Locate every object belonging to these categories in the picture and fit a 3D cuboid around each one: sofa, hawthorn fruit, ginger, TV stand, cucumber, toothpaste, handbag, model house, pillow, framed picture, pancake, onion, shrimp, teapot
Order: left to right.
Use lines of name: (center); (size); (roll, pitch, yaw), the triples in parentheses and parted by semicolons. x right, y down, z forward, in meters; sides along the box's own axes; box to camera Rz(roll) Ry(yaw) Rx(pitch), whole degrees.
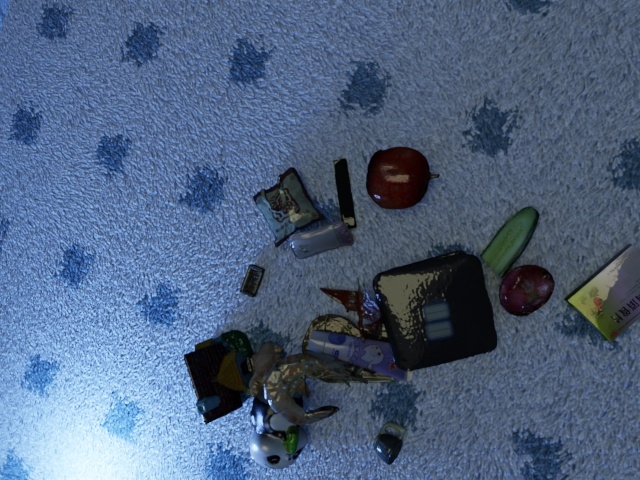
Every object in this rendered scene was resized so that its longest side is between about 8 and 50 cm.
model house: (-0.381, 0.493, 1.799); (0.230, 0.249, 0.280); (-24, 81, 13)
sofa: (-0.261, 0.154, 1.889); (0.060, 0.039, 0.117); (21, 93, 16)
ginger: (-0.199, 0.464, 1.786); (0.138, 0.213, 0.074); (-32, 112, 21)
handbag: (-0.127, -0.121, 1.820); (0.213, 0.127, 0.235); (-33, 77, 14)
shrimp: (-0.013, 0.497, 1.664); (0.361, 0.085, 0.246); (0, 90, -10)
pillow: (0.000, 0.000, 1.793); (0.233, 0.130, 0.038); (-16, 40, 12)
pancake: (0.051, 0.393, 1.774); (0.250, 0.031, 0.249); (0, 88, 13)
TV stand: (0.089, -0.170, 1.803); (0.049, 0.040, 0.256); (-9, 85, 16)
framed picture: (0.140, 0.412, 1.773); (0.253, 0.014, 0.196); (-5, 86, 16)
toothpaste: (0.144, 0.386, 1.709); (0.372, 0.080, 0.125); (13, 89, 5)
teapot: (0.235, 0.700, 1.707); (0.091, 0.124, 0.092); (25, 136, 31)
hawthorn fruit: (0.278, -0.209, 1.676); (0.250, 0.215, 0.215); (-2, 87, 11)
cucumber: (0.638, 0.002, 1.619); (0.243, 0.063, 0.115); (-55, 39, 9)
onion: (0.645, 0.148, 1.580); (0.184, 0.184, 0.147); (-51, 34, 8)

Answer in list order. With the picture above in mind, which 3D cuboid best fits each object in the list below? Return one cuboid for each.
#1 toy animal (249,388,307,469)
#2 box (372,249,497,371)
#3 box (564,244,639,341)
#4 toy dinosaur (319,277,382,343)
toy animal: (-0.148, 0.670, 1.741); (0.213, 0.212, 0.266); (-6, 84, 16)
box: (0.378, 0.233, 1.629); (0.360, 0.091, 0.349); (-15, 90, 2)
box: (0.929, 0.162, 1.532); (0.260, 0.062, 0.175); (-45, 77, 9)
toy dinosaur: (0.107, 0.228, 1.677); (0.327, 0.113, 0.206); (-120, 33, -43)
